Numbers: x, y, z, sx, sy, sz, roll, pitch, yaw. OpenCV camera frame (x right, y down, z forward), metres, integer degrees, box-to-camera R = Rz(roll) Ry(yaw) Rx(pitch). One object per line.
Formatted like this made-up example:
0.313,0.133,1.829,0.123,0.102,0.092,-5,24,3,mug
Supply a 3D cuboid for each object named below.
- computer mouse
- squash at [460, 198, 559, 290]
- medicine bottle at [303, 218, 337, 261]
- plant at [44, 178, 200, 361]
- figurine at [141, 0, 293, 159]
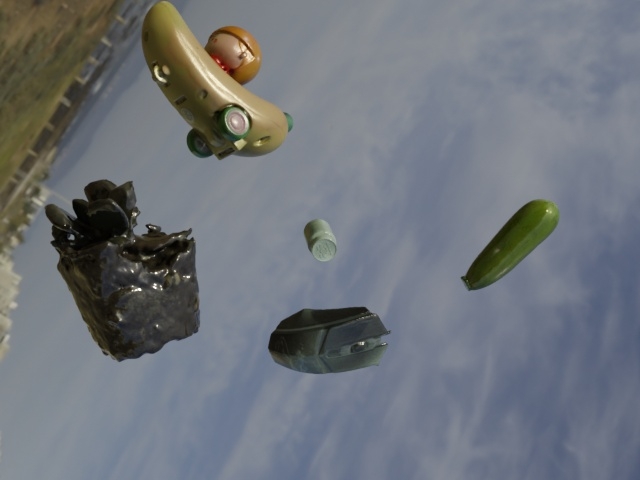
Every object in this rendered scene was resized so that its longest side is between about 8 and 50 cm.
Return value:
0.018,0.194,1.537,0.071,0.231,0.126,-94,-178,-70,computer mouse
0.310,0.008,1.370,0.201,0.066,0.066,-44,-161,9,squash
0.000,0.000,1.341,0.047,0.047,0.083,-51,-160,13,medicine bottle
-0.303,0.038,1.322,0.188,0.276,0.199,-27,-164,-31,plant
-0.177,-0.286,1.463,0.124,0.324,0.222,-17,-152,50,figurine
